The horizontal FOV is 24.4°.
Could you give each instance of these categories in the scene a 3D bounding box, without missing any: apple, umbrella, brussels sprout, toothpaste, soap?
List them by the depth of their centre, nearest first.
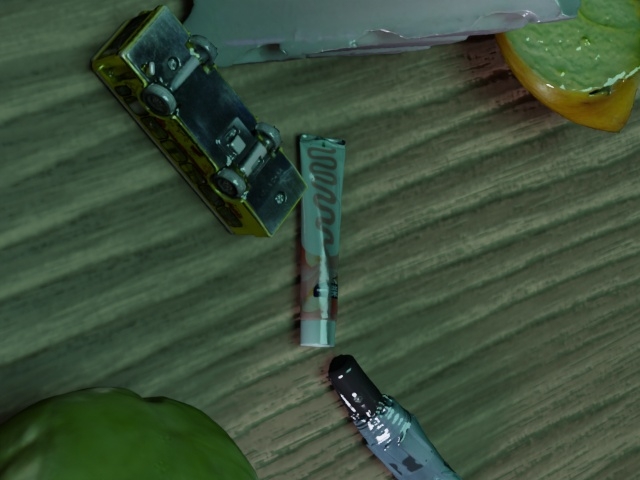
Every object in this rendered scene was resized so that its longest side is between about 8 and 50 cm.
[{"bbox_3d":[-0.179,0.259,1.161,0.316,0.243,0.273,-57,147,-23],"label":"brussels sprout"},{"bbox_3d":[0.043,-0.247,1.336,0.302,0.258,0.159,-12,98,-39],"label":"soap"},{"bbox_3d":[0.000,0.000,1.439,0.056,0.036,0.205,7,80,-38],"label":"toothpaste"},{"bbox_3d":[0.086,0.210,1.490,0.052,0.053,0.250,-51,120,-28],"label":"umbrella"},{"bbox_3d":[0.299,-0.286,1.604,0.254,0.179,0.346,39,63,-46],"label":"apple"}]

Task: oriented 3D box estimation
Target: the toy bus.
[{"bbox_3d":[-0.102,-0.105,1.328,0.226,0.074,0.081,50,61,-28],"label":"toy bus"}]
